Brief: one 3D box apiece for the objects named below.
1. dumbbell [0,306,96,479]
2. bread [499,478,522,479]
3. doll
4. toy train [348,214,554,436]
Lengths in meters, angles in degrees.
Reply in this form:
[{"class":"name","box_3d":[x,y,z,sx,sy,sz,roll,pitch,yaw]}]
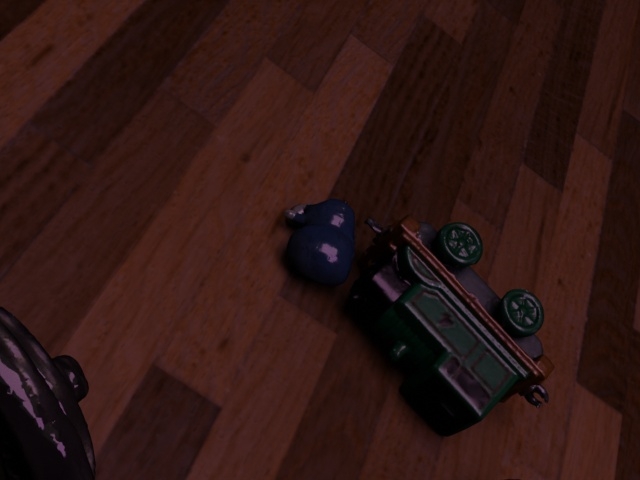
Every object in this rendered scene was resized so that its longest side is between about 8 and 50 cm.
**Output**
[{"class":"dumbbell","box_3d":[-0.235,0.131,0.448,0.290,0.192,0.192,-29,79,-45]},{"class":"bread","box_3d":[0.149,0.238,0.738,0.085,0.053,0.085,26,50,-34]},{"class":"doll","box_3d":[0.000,0.000,0.807,0.076,0.050,0.083,25,50,-13]},{"class":"toy train","box_3d":[0.107,0.075,0.801,0.228,0.091,0.136,46,55,1]}]
